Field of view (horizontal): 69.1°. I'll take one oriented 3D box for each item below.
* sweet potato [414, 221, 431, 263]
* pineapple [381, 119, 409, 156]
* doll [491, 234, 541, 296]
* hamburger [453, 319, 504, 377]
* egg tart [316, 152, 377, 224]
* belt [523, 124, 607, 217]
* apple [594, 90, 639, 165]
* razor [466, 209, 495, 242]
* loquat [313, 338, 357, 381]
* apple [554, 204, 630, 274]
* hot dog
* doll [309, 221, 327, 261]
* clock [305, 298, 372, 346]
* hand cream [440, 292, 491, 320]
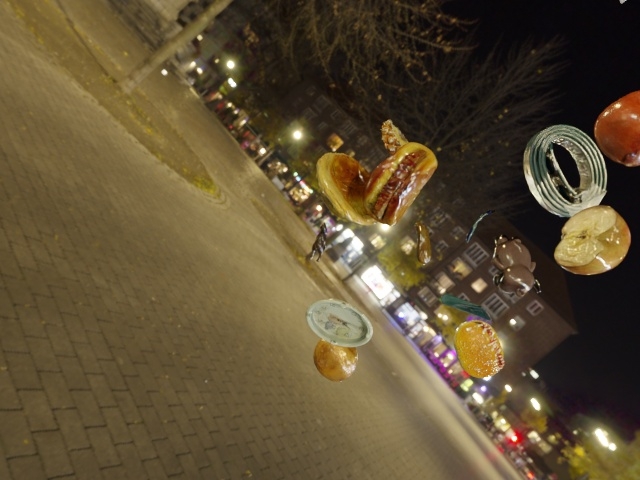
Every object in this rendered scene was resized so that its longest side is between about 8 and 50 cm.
[{"bbox_3d":[0.471,0.000,2.152,0.062,0.081,0.233,12,58,-18],"label":"sweet potato"},{"bbox_3d":[0.362,-0.453,2.216,0.233,0.080,0.135,41,40,-35],"label":"pineapple"},{"bbox_3d":[0.720,0.098,1.741,0.117,0.182,0.257,103,-9,-60],"label":"doll"},{"bbox_3d":[0.810,0.555,2.396,0.151,0.227,0.295,-70,139,-86],"label":"hamburger"},{"bbox_3d":[0.131,-0.244,2.331,0.443,0.178,0.443,25,45,-27],"label":"egg tart"},{"bbox_3d":[1.122,-0.316,2.141,0.436,0.300,0.173,67,14,-3],"label":"belt"},{"bbox_3d":[1.068,-0.386,1.579,0.206,0.272,0.251,50,-37,30],"label":"apple"},{"bbox_3d":[0.577,-0.058,1.708,0.028,0.154,0.044,39,-3,-10],"label":"razor"},{"bbox_3d":[0.072,0.577,2.301,0.238,0.238,0.193,48,27,-9],"label":"loquat"},{"bbox_3d":[1.105,0.022,1.869,0.163,0.293,0.251,34,-9,-13],"label":"apple"},{"bbox_3d":[0.334,-0.249,2.077,0.185,0.405,0.223,43,25,23],"label":"hot dog"},{"bbox_3d":[0.000,0.000,2.185,0.057,0.165,0.139,16,29,7],"label":"doll"},{"bbox_3d":[0.065,0.270,1.577,0.236,0.236,0.053,48,40,-21],"label":"clock"},{"bbox_3d":[0.553,0.251,1.796,0.083,0.048,0.224,52,-18,-28],"label":"hand cream"}]
